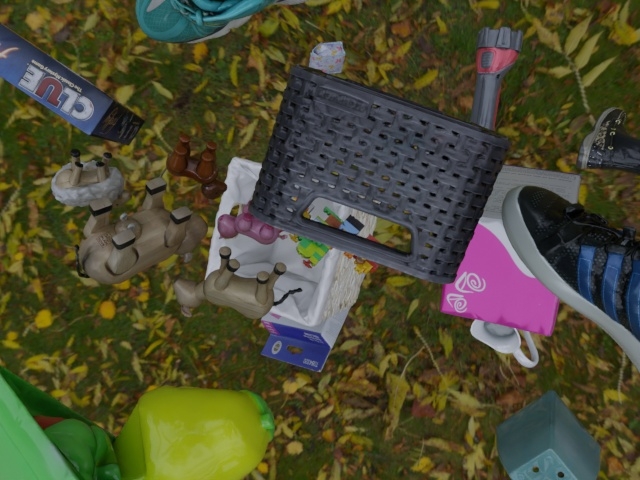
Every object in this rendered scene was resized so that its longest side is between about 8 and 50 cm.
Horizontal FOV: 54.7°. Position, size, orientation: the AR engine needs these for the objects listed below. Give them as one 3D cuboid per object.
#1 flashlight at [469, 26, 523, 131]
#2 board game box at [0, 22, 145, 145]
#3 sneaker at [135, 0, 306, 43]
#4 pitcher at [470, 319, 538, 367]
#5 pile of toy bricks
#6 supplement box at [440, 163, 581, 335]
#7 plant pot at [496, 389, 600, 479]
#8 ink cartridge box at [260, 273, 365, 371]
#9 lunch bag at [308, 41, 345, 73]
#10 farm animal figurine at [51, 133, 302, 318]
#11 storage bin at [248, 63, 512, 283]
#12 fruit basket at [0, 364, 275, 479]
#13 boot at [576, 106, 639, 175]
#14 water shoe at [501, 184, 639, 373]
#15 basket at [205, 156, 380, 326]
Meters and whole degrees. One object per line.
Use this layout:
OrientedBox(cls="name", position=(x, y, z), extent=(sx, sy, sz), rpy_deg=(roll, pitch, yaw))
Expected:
OrientedBox(cls="flashlight", position=(0.389, -0.323, 1.414), extent=(0.103, 0.103, 0.304), rpy_deg=(6, 99, -1))
OrientedBox(cls="board game box", position=(-0.283, -0.169, 0.664), extent=(0.165, 0.243, 0.042), rpy_deg=(34, 90, -11))
OrientedBox(cls="sneaker", position=(-0.112, -0.261, 0.623), extent=(0.275, 0.110, 0.107), rpy_deg=(-2, 119, 43))
OrientedBox(cls="pitcher", position=(0.438, 0.180, 1.421), extent=(0.178, 0.207, 0.125), rpy_deg=(45, 127, -6))
OrientedBox(cls="pile of toy bricks", position=(0.000, 0.000, 1.070), extent=(0.212, 0.118, 0.105), rpy_deg=(40, 73, 5))
OrientedBox(cls="supplement box", position=(0.212, -0.003, 0.669), extent=(0.113, 0.220, 0.111), rpy_deg=(11, 112, 20))
OrientedBox(cls="plant pot", position=(0.478, 0.462, 1.311), extent=(0.165, 0.234, 0.165), rpy_deg=(-42, 81, 20))
OrientedBox(cls="ink cartridge box", position=(-0.043, 0.202, 1.840), extent=(0.071, 0.324, 0.330), rpy_deg=(38, 68, -30))
OrientedBox(cls="lunch bag", position=(0.014, -0.452, 1.531), extent=(0.083, 0.071, 0.053), rpy_deg=(-11, 67, -11))
OrientedBox(cls="farm animal figurine", position=(-0.237, 0.003, 1.002), extent=(0.330, 0.326, 0.172), rpy_deg=(62, 145, 28))
OrientedBox(cls="storage bin", position=(0.036, -0.052, 0.397), extent=(0.122, 0.180, 0.084), rpy_deg=(19, 104, 0))
OrientedBox(cls="fruit basket", position=(-0.260, 0.293, 0.833), extent=(0.283, 0.392, 0.392), rpy_deg=(35, 103, 30))
OrientedBox(cls="boot", position=(0.686, -0.209, 1.361), extent=(0.178, 0.236, 0.085), rpy_deg=(20, 135, 33))
OrientedBox(cls="water shoe", position=(0.201, 0.022, 0.376), extent=(0.203, 0.073, 0.080), rpy_deg=(51, 139, 26))
OrientedBox(cls="basket", position=(-0.055, -0.008, 1.522), extent=(0.331, 0.266, 0.329), rpy_deg=(20, 104, 26))
